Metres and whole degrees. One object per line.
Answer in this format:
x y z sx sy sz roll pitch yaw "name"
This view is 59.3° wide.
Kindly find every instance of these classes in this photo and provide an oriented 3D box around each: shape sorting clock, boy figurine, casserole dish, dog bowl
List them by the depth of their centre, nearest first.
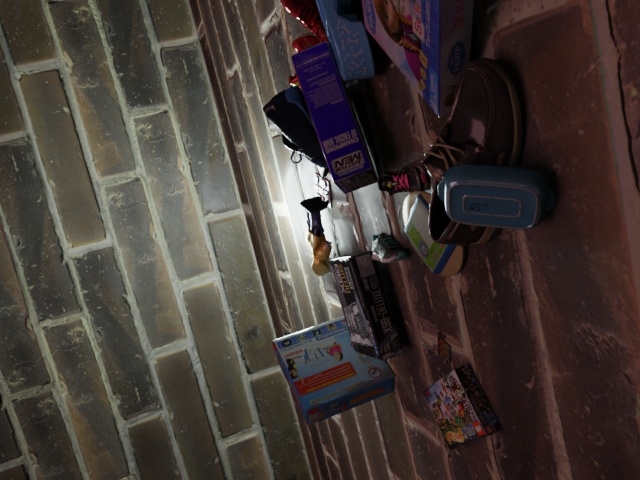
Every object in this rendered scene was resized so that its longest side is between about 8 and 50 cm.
0.283 -0.066 0.922 0.188 0.037 0.114 8 133 22 "casserole dish"
0.251 -0.016 1.254 0.206 0.040 0.206 55 157 37 "shape sorting clock"
0.047 -0.508 1.302 0.166 0.074 0.297 43 -151 -83 "dog bowl"
0.000 0.000 1.938 0.177 0.092 0.285 40 146 59 "boy figurine"

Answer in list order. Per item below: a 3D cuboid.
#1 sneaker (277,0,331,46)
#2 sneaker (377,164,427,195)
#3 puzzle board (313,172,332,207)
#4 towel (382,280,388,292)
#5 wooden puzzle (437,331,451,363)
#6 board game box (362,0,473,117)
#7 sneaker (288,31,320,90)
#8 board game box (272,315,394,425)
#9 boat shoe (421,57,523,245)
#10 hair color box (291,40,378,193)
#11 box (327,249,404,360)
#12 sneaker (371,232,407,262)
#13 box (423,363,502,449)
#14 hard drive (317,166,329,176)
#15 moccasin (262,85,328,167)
-0.012 -0.557 1.404 0.087 0.221 0.128 -41 70 25 "sneaker"
0.184 -0.134 1.298 0.170 0.074 0.063 -166 61 -70 "sneaker"
0.006 -0.172 1.918 0.128 0.011 0.097 -140 37 -60 "puzzle board"
0.163 0.178 1.739 0.237 0.021 0.102 98 154 -53 "towel"
0.307 0.269 1.394 0.049 0.006 0.083 -135 34 -57 "wooden puzzle"
0.158 -0.437 0.998 0.319 0.065 0.318 72 171 -56 "board game box"
-0.033 -0.448 1.610 0.107 0.118 0.279 -133 32 -56 "sneaker"
0.037 0.411 1.847 0.302 0.308 0.086 -124 23 -45 "board game box"
0.257 -0.132 0.986 0.132 0.130 0.356 -131 30 -52 "boat shoe"
0.040 -0.304 1.433 0.185 0.110 0.339 21 -131 -78 "hair color box"
0.128 0.188 1.678 0.242 0.076 0.308 165 88 -74 "box"
0.175 0.017 1.491 0.166 0.064 0.076 -171 69 -69 "sneaker"
0.337 0.409 1.365 0.233 0.044 0.159 108 142 -61 "box"
0.008 -0.279 1.797 0.135 0.022 0.094 108 142 -61 "hard drive"
-0.057 -0.304 1.548 0.342 0.116 0.138 51 -158 -57 "moccasin"
